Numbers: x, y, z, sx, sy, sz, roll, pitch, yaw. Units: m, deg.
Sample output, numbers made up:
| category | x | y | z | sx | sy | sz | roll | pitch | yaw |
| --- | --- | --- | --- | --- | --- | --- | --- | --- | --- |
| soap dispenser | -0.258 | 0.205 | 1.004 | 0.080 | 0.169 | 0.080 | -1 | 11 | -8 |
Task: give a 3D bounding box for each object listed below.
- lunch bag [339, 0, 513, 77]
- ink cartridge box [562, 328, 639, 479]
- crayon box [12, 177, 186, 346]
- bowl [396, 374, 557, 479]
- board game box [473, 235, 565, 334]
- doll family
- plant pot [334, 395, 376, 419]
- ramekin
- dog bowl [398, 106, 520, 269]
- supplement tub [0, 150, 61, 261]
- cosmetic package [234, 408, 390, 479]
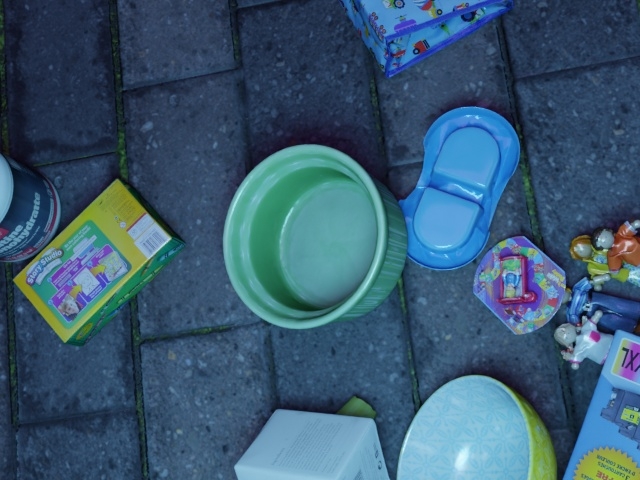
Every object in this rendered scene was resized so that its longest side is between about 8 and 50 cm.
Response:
| category | x | y | z | sx | sy | sz | roll | pitch | yaw |
| --- | --- | --- | --- | --- | --- | --- | --- | --- | --- |
| lunch bag | 0.197 | -0.475 | 1.550 | 0.293 | 0.138 | 0.220 | -27 | 72 | -5 |
| ink cartridge box | 0.504 | 0.358 | 1.210 | 0.270 | 0.151 | 0.395 | 21 | 95 | 41 |
| crayon box | -0.411 | 0.042 | 1.570 | 0.278 | 0.081 | 0.165 | -44 | 74 | 0 |
| bowl | 0.270 | 0.368 | 1.319 | 0.156 | 0.289 | 0.289 | 23 | 81 | -29 |
| board game box | 0.324 | 0.070 | 1.410 | 0.133 | 0.033 | 0.168 | -53 | 51 | 15 |
| doll family | 0.466 | 0.083 | 1.395 | 0.163 | 0.118 | 0.262 | 19 | 101 | 8 |
| plant pot | 0.053 | 0.310 | 1.434 | 0.083 | 0.083 | 0.079 | 35 | 75 | 15 |
| ramekin | 0.000 | 0.000 | 1.430 | 0.304 | 0.148 | 0.303 | -4 | 81 | 28 |
| dog bowl | 0.238 | -0.085 | 1.478 | 0.166 | 0.074 | 0.297 | 21 | 82 | 14 |
| supplement tub | -0.616 | -0.073 | 1.534 | 0.191 | 0.272 | 0.191 | -2 | 78 | 10 |
| cosmetic package | -0.009 | 0.377 | 1.338 | 0.184 | 0.151 | 0.151 | 1 | 118 | 29 |
